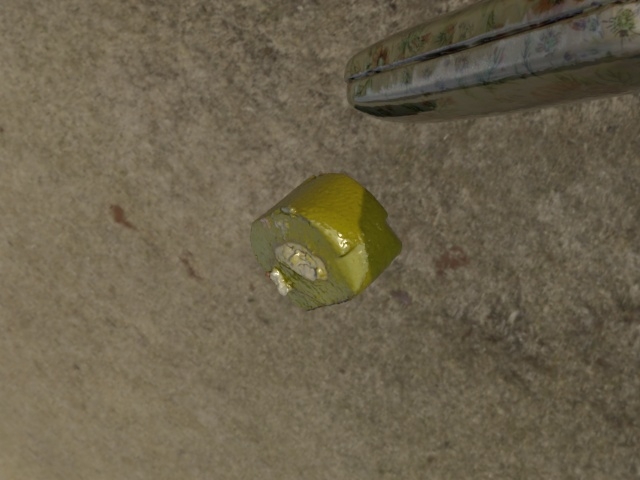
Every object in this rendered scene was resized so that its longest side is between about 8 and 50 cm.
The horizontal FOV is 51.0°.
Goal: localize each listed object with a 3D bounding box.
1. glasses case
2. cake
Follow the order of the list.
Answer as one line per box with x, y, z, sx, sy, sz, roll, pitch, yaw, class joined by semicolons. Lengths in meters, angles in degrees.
0.171;-0.163;0.595;0.425;0.156;0.098;8;102;63;glasses case
0.000;0.000;1.058;0.179;0.156;0.260;50;151;-7;cake
